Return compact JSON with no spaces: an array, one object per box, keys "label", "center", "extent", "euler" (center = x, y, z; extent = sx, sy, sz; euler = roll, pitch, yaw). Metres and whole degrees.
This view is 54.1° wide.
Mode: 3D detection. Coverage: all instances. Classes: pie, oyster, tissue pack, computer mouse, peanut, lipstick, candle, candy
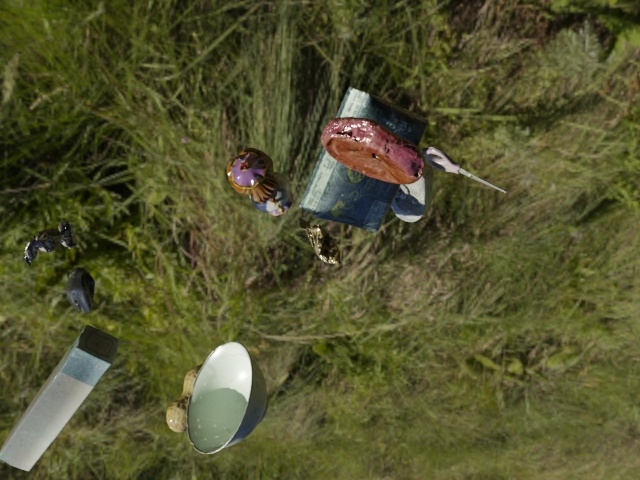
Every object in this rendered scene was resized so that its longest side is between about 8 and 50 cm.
[{"label":"pie","center":[0.088,-0.147,1.024],"extent":[0.182,0.049,0.182],"euler":[23,170,4]},{"label":"oyster","center":[0.004,0.006,1.594],"extent":[0.056,0.105,0.177],"euler":[-33,-141,-3]},{"label":"tissue pack","center":[0.090,-0.153,1.243],"extent":[0.185,0.257,0.081],"euler":[13,-164,-42]},{"label":"computer mouse","center":[-0.656,0.138,1.699],"extent":[0.079,0.135,0.047],"euler":[10,-160,20]},{"label":"peanut","center":[-0.411,0.505,2.074],"extent":[0.125,0.274,0.111],"euler":[39,156,-11]},{"label":"lipstick","center":[-0.466,0.283,1.107],"extent":[0.068,0.317,0.066],"euler":[32,-157,-21]},{"label":"candle","center":[0.233,-0.147,1.675],"extent":[0.168,0.192,0.068],"euler":[-35,-169,49]},{"label":"candy","center":[-0.686,0.005,1.604],"extent":[0.051,0.094,0.226],"euler":[7,-170,5]}]

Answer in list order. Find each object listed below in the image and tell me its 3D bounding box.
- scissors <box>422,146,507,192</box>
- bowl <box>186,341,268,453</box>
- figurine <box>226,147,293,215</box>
[{"label":"scissors","center":[0.295,-0.141,1.285],"extent":[0.189,0.015,0.100],"euler":[27,174,13]},{"label":"bowl","center":[-0.238,0.460,1.797],"extent":[0.146,0.313,0.313],"euler":[27,168,-36]},{"label":"figurine","center":[-0.180,-0.176,1.887],"extent":[0.189,0.142,0.263],"euler":[47,180,34]}]
